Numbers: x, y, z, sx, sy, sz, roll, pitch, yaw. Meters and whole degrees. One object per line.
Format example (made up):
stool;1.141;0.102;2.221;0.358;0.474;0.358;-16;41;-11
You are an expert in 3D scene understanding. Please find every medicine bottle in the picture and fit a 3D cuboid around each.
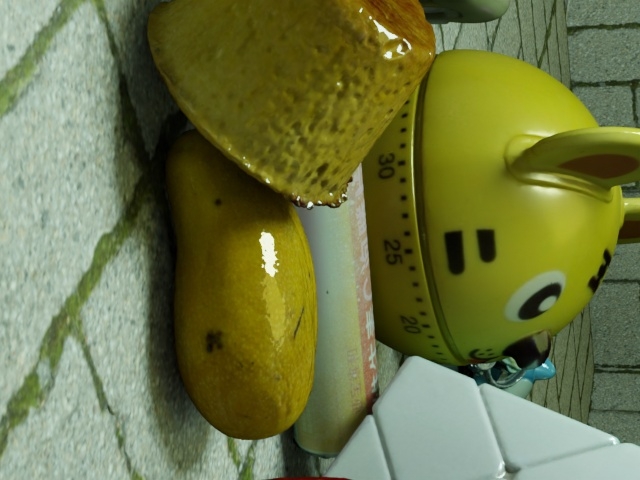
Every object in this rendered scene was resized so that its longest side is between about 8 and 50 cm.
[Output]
medicine bottle;0.000;0.000;1.319;0.108;0.108;0.426;-54;142;-62

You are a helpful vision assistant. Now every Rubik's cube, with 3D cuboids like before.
Rubik's cube;0.157;0.360;1.314;0.319;0.321;0.316;-51;148;-30

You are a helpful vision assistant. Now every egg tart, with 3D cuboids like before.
egg tart;-0.018;-0.141;1.060;0.215;0.171;0.215;37;28;-23

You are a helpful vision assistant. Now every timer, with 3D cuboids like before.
timer;0.191;-0.034;1.458;0.376;0.386;0.376;-3;90;-72

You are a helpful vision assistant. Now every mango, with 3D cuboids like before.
mango;-0.060;0.035;1.110;0.157;0.108;0.262;-38;124;-62

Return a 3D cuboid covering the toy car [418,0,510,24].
toy car;0.183;-0.404;1.692;0.336;0.226;0.242;-5;95;-71

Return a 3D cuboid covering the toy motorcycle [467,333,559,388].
toy motorcycle;0.211;0.064;1.789;0.198;0.109;0.296;-49;127;-13

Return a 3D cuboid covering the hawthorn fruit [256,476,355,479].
hawthorn fruit;-0.044;0.281;0.887;0.311;0.295;0.295;-28;128;-22

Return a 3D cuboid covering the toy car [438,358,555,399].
toy car;0.243;0.148;1.958;0.188;0.190;0.255;54;42;-64
